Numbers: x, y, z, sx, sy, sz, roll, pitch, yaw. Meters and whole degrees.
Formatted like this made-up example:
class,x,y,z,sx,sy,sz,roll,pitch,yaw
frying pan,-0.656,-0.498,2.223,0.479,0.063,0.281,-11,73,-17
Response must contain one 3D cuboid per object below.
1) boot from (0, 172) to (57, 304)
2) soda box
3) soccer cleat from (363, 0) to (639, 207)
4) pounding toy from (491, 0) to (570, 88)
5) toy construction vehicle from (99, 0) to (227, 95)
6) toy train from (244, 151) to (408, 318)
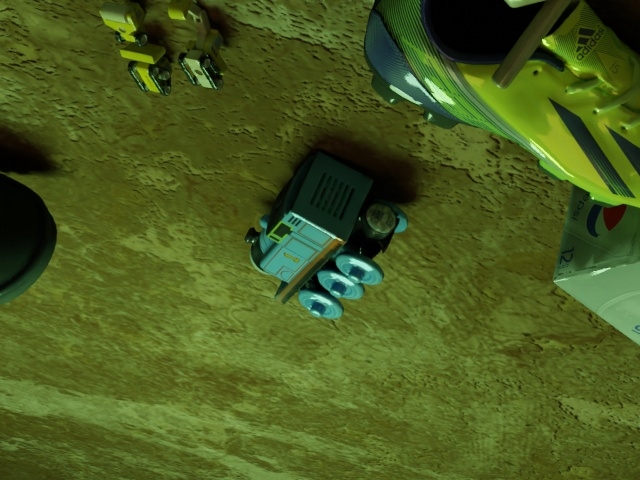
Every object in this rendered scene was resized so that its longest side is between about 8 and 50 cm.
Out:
class,x,y,z,sx,sy,sz,roll,pitch,yaw
boot,-0.444,-0.090,1.185,0.367,0.146,0.445,10,161,12
soda box,0.307,0.049,1.160,0.286,0.098,0.091,35,148,-31
soccer cleat,0.169,-0.099,0.960,0.289,0.093,0.121,20,147,-9
pounding toy,0.133,-0.172,0.780,0.130,0.141,0.100,-8,145,39
toy construction vehicle,-0.110,-0.144,1.096,0.086,0.035,0.098,13,153,31
toy train,0.000,0.000,1.263,0.105,0.080,0.184,30,154,-8
